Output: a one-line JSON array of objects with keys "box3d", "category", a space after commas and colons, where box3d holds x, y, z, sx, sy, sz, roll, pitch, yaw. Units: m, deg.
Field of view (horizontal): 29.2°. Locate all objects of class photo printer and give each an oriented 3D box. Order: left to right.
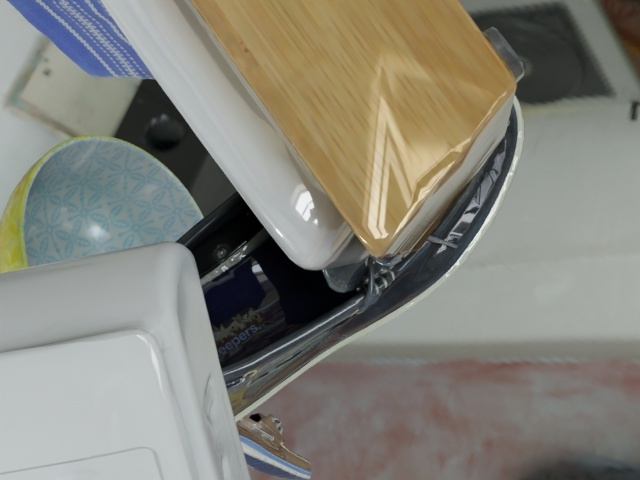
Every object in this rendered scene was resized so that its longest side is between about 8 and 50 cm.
[{"box3d": [-0.176, 0.147, 0.512, 0.308, 0.107, 0.256, -12, 110, 6], "category": "photo printer"}]

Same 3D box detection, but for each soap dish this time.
[{"box3d": [-0.006, -0.102, 0.582, 0.229, 0.118, 0.291, 55, -174, 4], "category": "soap dish"}]

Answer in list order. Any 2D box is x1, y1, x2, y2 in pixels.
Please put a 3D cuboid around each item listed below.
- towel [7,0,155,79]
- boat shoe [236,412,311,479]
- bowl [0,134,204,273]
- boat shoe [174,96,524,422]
[{"box3d": [-0.202, -0.230, 1.305, 0.336, 0.040, 0.243, 12, 159, 38], "category": "towel"}, {"box3d": [-0.080, 0.257, 1.597, 0.183, 0.066, 0.066, 31, 153, -30], "category": "boat shoe"}, {"box3d": [-0.273, 0.038, 1.434, 0.156, 0.289, 0.289, -22, 133, 38], "category": "bowl"}, {"box3d": [0.000, 0.000, 1.144, 0.187, 0.500, 0.156, 47, 167, 20], "category": "boat shoe"}]
